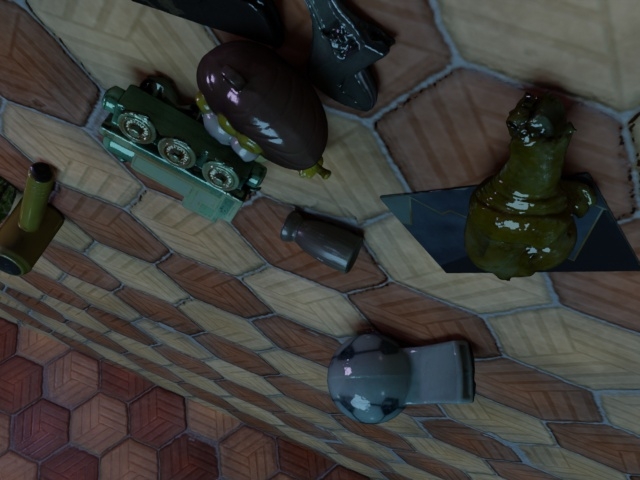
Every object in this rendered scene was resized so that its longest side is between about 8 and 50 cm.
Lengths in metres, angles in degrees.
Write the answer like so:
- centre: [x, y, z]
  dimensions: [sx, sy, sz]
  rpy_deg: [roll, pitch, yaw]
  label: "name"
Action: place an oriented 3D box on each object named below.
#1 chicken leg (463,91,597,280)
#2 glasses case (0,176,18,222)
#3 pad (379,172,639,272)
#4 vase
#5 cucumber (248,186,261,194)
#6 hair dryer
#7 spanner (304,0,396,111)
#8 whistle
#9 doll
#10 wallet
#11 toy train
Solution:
- centre: [0.186, -0.037, 0.563]
  dimensions: [0.103, 0.088, 0.227]
  rpy_deg: [30, 148, 19]
  label: "chicken leg"
- centre: [-0.701, -0.067, 1.279]
  dimensions: [0.272, 0.095, 0.062]
  rpy_deg: [0, 146, 43]
  label: "glasses case"
- centre: [0.199, -0.009, 0.693]
  dimensions: [0.243, 0.004, 0.164]
  rpy_deg: [-3, 142, 46]
  label: "pad"
- centre: [0.000, 0.000, 0.832]
  dimensions: [0.101, 0.053, 0.053]
  rpy_deg: [24, 155, 11]
  label: "vase"
- centre: [-0.149, -0.080, 0.832]
  dimensions: [0.155, 0.037, 0.037]
  rpy_deg: [13, 152, 22]
  label: "cucumber"
- centre: [-0.519, -0.045, 1.137]
  dimensions: [0.090, 0.134, 0.279]
  rpy_deg: [31, 144, -13]
  label: "hair dryer"
- centre: [-0.021, -0.217, 0.471]
  dimensions: [0.093, 0.026, 0.325]
  rpy_deg: [7, 147, 36]
  label: "spanner"
- centre: [0.104, 0.225, 1.055]
  dimensions: [0.164, 0.163, 0.290]
  rpy_deg: [33, 152, -16]
  label: "whistle"
- centre: [-0.043, -0.105, 0.596]
  dimensions: [0.145, 0.096, 0.188]
  rpy_deg: [47, 179, 45]
  label: "doll"
- centre: [-0.108, -0.208, 0.551]
  dimensions: [0.157, 0.018, 0.082]
  rpy_deg: [21, 174, 8]
  label: "wallet"
- centre: [-0.161, -0.100, 0.732]
  dimensions: [0.194, 0.080, 0.125]
  rpy_deg: [28, 141, -10]
  label: "toy train"
